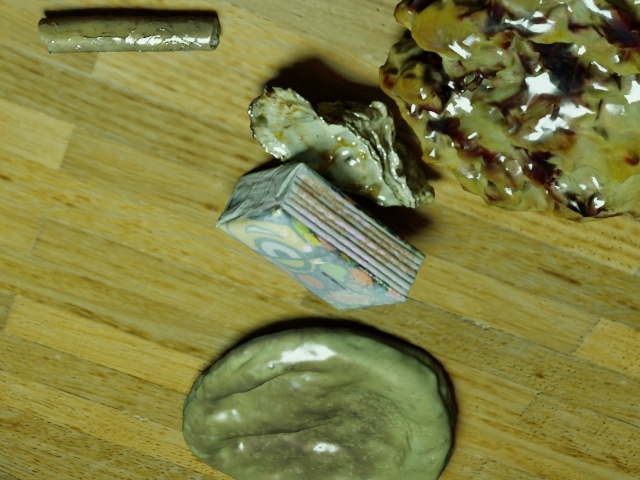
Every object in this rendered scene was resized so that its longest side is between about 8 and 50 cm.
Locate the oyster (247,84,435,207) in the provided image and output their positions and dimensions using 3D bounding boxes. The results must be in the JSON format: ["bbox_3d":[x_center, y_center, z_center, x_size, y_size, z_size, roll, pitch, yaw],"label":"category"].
[{"bbox_3d":[0.024,-0.076,1.334,0.177,0.056,0.105,29,148,-14],"label":"oyster"}]

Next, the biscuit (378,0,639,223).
[{"bbox_3d":[0.200,-0.113,1.206,0.334,0.081,0.289,-17,132,38],"label":"biscuit"}]

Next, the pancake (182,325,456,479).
[{"bbox_3d":[0.004,0.183,1.618,0.294,0.049,0.294,6,138,5],"label":"pancake"}]

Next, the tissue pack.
[{"bbox_3d":[0.000,0.000,1.394,0.148,0.060,0.108,36,159,-24],"label":"tissue pack"}]

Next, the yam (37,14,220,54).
[{"bbox_3d":[-0.153,-0.164,1.299,0.145,0.032,0.032,1,136,10],"label":"yam"}]
